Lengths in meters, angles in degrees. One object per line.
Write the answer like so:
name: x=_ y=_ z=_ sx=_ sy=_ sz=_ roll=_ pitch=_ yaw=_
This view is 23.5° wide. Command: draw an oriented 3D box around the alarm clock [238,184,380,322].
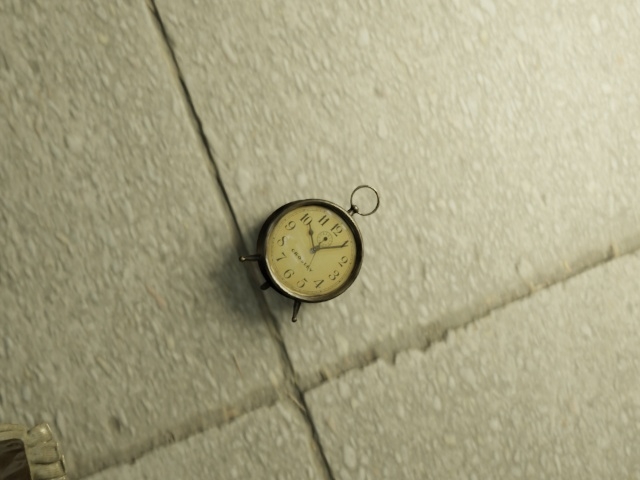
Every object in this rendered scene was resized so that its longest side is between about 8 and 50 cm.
alarm clock: x=0.000 y=0.000 z=1.928 sx=0.192 sy=0.064 sz=0.129 roll=-41 pitch=99 yaw=-7

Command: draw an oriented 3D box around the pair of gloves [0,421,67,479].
pair of gloves: x=-0.392 y=0.343 z=1.851 sx=0.204 sy=0.042 sz=0.240 roll=-18 pitch=97 yaw=-16
